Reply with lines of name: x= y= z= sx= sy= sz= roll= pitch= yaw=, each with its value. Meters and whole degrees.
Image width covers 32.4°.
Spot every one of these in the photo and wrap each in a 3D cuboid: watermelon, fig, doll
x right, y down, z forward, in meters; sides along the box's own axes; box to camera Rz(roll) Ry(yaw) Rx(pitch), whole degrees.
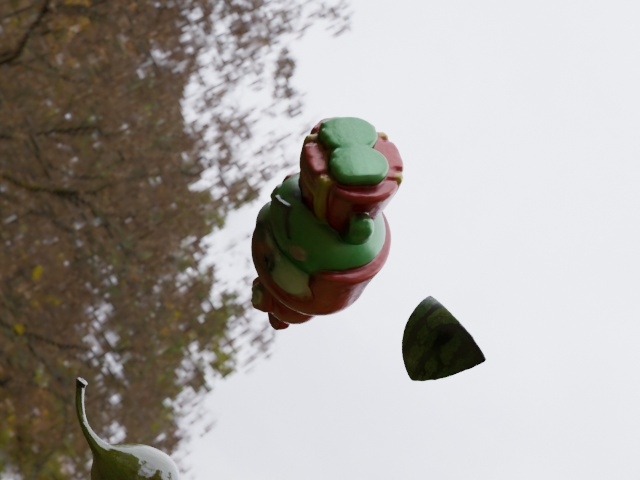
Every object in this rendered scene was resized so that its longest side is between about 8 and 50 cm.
watermelon: x=0.190 y=0.148 z=1.691 sx=0.125 sy=0.094 sz=0.135 roll=-22 pitch=-113 yaw=30
fig: x=-0.289 y=0.300 z=1.545 sx=0.236 sy=0.124 sz=0.124 roll=55 pitch=-33 yaw=-4
doll: x=-0.001 y=0.000 z=1.408 sx=0.363 sy=0.160 sz=0.182 roll=-59 pitch=-136 yaw=43
